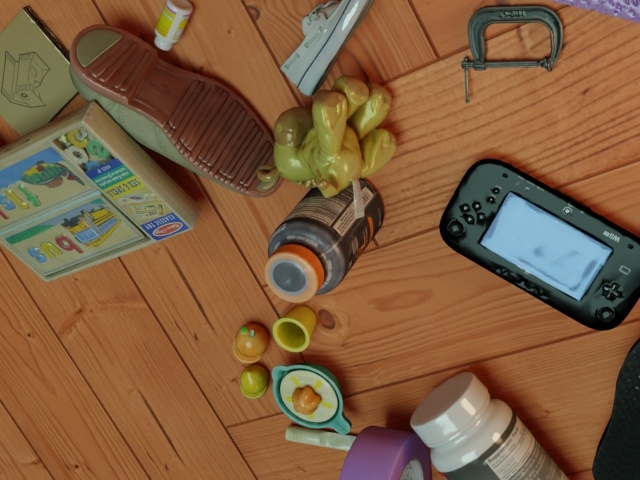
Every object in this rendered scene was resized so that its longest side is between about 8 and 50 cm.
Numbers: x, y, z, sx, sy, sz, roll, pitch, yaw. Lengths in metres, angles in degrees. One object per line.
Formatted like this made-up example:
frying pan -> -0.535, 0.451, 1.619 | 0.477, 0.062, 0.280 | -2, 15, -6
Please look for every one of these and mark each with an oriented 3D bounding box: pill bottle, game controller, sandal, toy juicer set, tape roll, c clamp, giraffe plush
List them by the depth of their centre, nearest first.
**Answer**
c clamp -> 0.273, -0.272, 1.709 | 0.160, 0.022, 0.137 | -3, 112, 28
game controller -> 0.342, 0.005, 1.807 | 0.319, 0.067, 0.166 | 30, 126, 6
giraffe plush -> -0.001, -0.145, 1.822 | 0.170, 0.181, 0.210 | 8, 92, 43
sandal -> 0.531, 0.243, 1.849 | 0.167, 0.107, 0.446 | 24, 138, 9
pill bottle -> 0.000, 0.000, 1.851 | 0.130, 0.246, 0.130 | 12, 123, 19
pill bottle -> -0.235, -0.343, 1.887 | 0.043, 0.043, 0.083 | 34, 126, 3
pill bottle -> 0.286, 0.368, 1.985 | 0.161, 0.161, 0.283 | -34, 100, 35
tape roll -> 0.109, 0.461, 2.050 | 0.090, 0.275, 0.275 | 5, 120, 22
toy juicer set -> -0.050, 0.282, 2.136 | 0.209, 0.089, 0.329 | -15, 111, 31

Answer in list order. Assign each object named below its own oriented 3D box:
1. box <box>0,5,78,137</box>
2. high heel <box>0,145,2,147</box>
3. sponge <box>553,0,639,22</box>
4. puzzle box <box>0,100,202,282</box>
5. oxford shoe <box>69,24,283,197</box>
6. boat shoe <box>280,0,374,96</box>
box -> -0.507, -0.283, 2.063 | 0.201, 0.021, 0.164 | -36, 99, 35
high heel -> -0.627, -0.220, 2.137 | 0.117, 0.082, 0.244 | -17, 99, 3
sponge -> 0.417, -0.352, 1.585 | 0.210, 0.031, 0.117 | 18, 124, 14
puzzle box -> -0.436, -0.069, 2.063 | 0.409, 0.052, 0.272 | -19, 128, 38
oxford shoe -> -0.233, -0.197, 1.944 | 0.397, 0.140, 0.146 | 38, 156, -4
boat shoe -> 0.005, -0.311, 1.769 | 0.076, 0.083, 0.226 | 36, 127, 1
